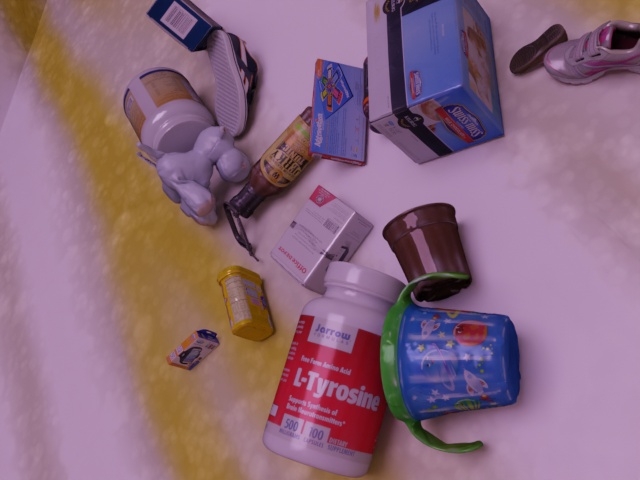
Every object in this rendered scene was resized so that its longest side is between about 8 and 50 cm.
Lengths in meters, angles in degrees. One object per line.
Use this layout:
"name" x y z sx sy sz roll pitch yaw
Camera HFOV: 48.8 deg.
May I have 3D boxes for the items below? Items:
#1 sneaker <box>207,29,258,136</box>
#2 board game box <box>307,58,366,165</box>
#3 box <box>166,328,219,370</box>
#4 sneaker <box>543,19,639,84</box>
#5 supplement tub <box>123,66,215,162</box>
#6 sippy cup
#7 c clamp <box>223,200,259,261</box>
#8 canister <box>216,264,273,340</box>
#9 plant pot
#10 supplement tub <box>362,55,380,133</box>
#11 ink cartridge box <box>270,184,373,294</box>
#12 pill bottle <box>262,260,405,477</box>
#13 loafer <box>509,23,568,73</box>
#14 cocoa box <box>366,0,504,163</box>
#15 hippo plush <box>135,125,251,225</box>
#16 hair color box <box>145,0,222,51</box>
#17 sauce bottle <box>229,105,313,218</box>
"sneaker" -0.248 -0.471 2.129 0.126 0.128 0.320 -8 89 41
"board game box" 0.048 -0.332 1.817 0.027 0.145 0.281 130 148 -64
"box" -0.332 0.287 1.861 0.136 0.081 0.028 -41 51 17
"sneaker" 0.576 -0.396 1.441 0.252 0.111 0.102 -2 69 38
"supplement tub" -0.457 -0.365 2.161 0.228 0.228 0.316 -46 49 12
"sippy cup" 0.257 0.229 1.344 0.224 0.305 0.240 -5 32 25
"c clamp" -0.214 -0.030 1.894 0.022 0.160 0.137 -28 21 -19
"canister" -0.188 0.160 1.778 0.073 0.126 0.169 -34 54 22
"plant pot" 0.234 0.033 1.492 0.167 0.167 0.165 -29 63 25
"supplement tub" 0.158 -0.367 1.762 0.106 0.106 0.197 -15 62 33
"ink cartridge box" 0.000 0.000 1.726 0.217 0.092 0.158 -53 48 4
"pill bottle" 0.043 0.263 1.478 0.229 0.229 0.407 7 75 40
"loafer" 0.487 -0.416 1.565 0.148 0.050 0.056 -34 48 42
"cocoa box" 0.258 -0.397 1.610 0.228 0.231 0.346 -16 61 32
"hippo plush" -0.340 -0.212 2.023 0.236 0.294 0.234 -43 5 -15
"hair color box" -0.417 -0.684 2.204 0.105 0.174 0.347 -49 12 11
"sauce bottle" -0.107 -0.201 1.893 0.344 0.111 0.111 -48 49 13
